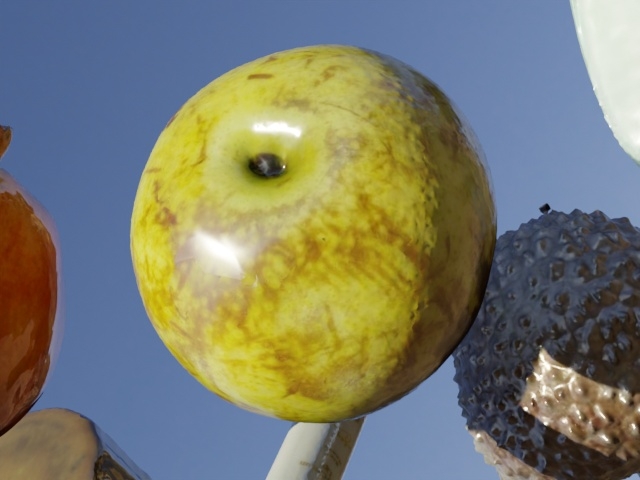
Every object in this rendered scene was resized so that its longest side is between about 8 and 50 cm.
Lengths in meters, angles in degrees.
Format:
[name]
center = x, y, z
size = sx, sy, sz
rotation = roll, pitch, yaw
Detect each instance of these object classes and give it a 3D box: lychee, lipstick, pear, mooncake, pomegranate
[lychee]
center = 0.255, 0.115, 1.521
size = 0.300, 0.300, 0.300
rotation = -39, -31, -29
[lipstick]
center = 0.002, 0.165, 1.295
size = 0.264, 0.059, 0.059
rotation = -61, -6, -66
[pear]
center = 0.000, 0.000, 1.111
size = 0.283, 0.283, 0.284
rotation = -39, -31, -29
[mooncake]
center = -0.292, 0.324, 1.573
size = 0.290, 0.290, 0.161
rotation = -49, -61, -12
[pomegranate]
center = -0.300, 0.026, 1.145
size = 0.252, 0.229, 0.270
rotation = 40, -111, -58

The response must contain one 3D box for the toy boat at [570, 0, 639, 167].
[toy boat]
center = 0.189, -0.135, 0.750
size = 0.079, 0.134, 0.208
rotation = -23, -78, -56
